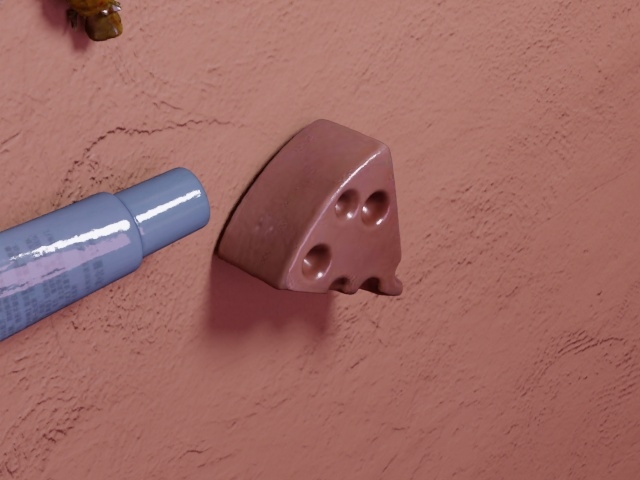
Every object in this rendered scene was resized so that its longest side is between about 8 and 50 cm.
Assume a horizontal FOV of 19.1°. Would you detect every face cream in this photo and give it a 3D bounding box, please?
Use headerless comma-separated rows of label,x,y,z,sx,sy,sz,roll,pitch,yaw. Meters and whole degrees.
face cream,-0.281,0.028,1.859,0.385,0.086,0.136,-26,121,-30

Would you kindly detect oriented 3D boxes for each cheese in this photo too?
cheese,-0.018,-0.005,2.086,0.177,0.128,0.203,-30,130,-32

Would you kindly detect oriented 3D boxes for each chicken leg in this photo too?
chicken leg,-0.235,-0.263,1.777,0.207,0.085,0.101,72,22,-44
